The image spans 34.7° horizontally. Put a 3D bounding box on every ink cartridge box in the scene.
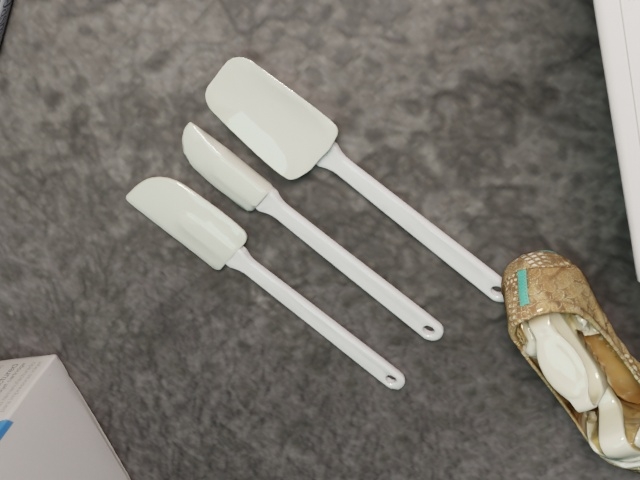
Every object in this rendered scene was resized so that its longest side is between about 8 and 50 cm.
[{"bbox_3d":[-0.316,0.219,0.865,0.232,0.171,0.168,-9,121,25],"label":"ink cartridge box"}]

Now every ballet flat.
[{"bbox_3d":[0.178,0.099,0.662,0.073,0.067,0.206,-30,111,32],"label":"ballet flat"}]

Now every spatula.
[{"bbox_3d":[0.000,0.000,0.688,0.242,0.019,0.168,38,127,-9],"label":"spatula"}]

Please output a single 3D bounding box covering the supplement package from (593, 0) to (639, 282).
[{"bbox_3d":[0.194,-0.155,0.402,0.175,0.177,0.293,-5,122,22],"label":"supplement package"}]

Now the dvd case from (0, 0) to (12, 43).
[{"bbox_3d":[-0.277,-0.194,0.649,0.180,0.022,0.253,31,129,-2],"label":"dvd case"}]
